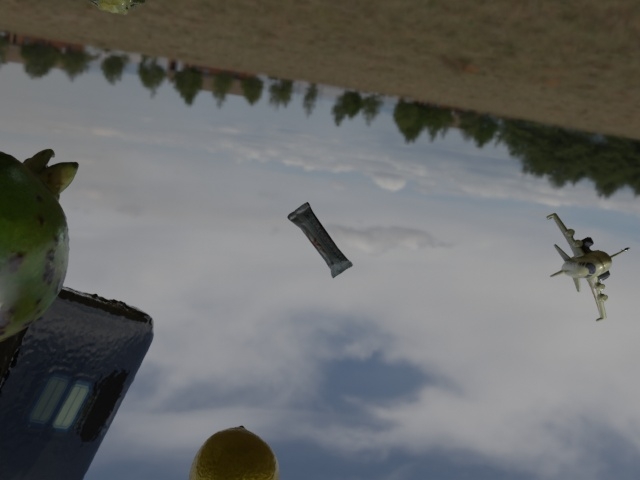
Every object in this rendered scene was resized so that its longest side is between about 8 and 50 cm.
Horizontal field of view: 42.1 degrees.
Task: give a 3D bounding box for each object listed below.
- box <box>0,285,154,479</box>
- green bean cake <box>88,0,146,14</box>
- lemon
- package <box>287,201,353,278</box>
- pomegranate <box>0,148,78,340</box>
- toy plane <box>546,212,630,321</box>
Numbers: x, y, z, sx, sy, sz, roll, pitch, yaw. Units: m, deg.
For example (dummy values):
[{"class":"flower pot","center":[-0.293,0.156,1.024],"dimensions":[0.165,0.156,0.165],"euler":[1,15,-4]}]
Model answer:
[{"class":"box","center":[-0.436,0.249,1.338],"dimensions":[0.091,0.359,0.350],"euler":[25,175,24]},{"class":"green bean cake","center":[-0.360,-0.520,1.357],"dimensions":[0.285,0.202,0.310],"euler":[34,151,-31]},{"class":"lemon","center":[-0.167,0.461,1.627],"dimensions":[0.179,0.203,0.178],"euler":[5,148,3]},{"class":"package","center":[0.000,0.000,1.149],"dimensions":[0.037,0.110,0.015],"euler":[-36,177,-10]},{"class":"pomegranate","center":[-0.345,-0.008,0.860],"dimensions":[0.211,0.210,0.263],"euler":[12,-146,21]},{"class":"toy plane","center":[0.534,0.049,1.675],"dimensions":[0.104,0.241,0.256],"euler":[-24,176,-10]}]
